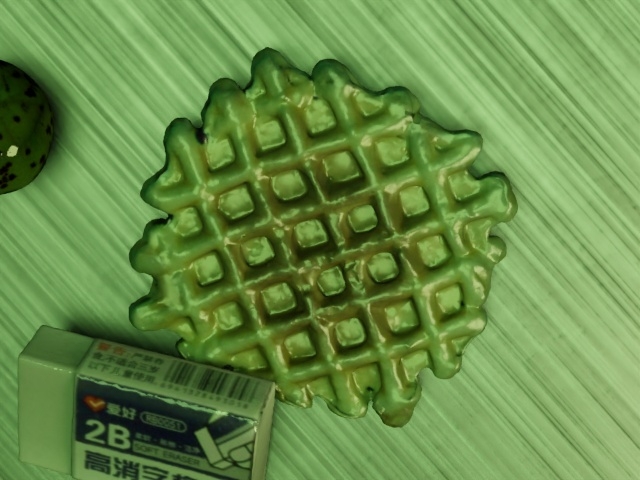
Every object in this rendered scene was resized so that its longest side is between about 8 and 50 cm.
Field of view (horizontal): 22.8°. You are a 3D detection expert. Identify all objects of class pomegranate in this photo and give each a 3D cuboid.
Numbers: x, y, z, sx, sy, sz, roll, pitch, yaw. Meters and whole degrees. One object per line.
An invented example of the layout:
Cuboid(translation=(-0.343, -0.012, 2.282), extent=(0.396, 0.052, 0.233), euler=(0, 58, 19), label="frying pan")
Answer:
Cuboid(translation=(-0.289, -0.083, 1.331), extent=(0.122, 0.122, 0.161), euler=(41, 139, 0), label="pomegranate")

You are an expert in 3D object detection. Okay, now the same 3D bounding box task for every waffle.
Cuboid(translation=(0.000, 0.000, 1.325), extent=(0.309, 0.056, 0.291), euler=(22, 101, 2), label="waffle")

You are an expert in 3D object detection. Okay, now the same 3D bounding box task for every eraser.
Cuboid(translation=(-0.149, 0.155, 1.343), extent=(0.210, 0.068, 0.124), euler=(13, 126, 9), label="eraser")
